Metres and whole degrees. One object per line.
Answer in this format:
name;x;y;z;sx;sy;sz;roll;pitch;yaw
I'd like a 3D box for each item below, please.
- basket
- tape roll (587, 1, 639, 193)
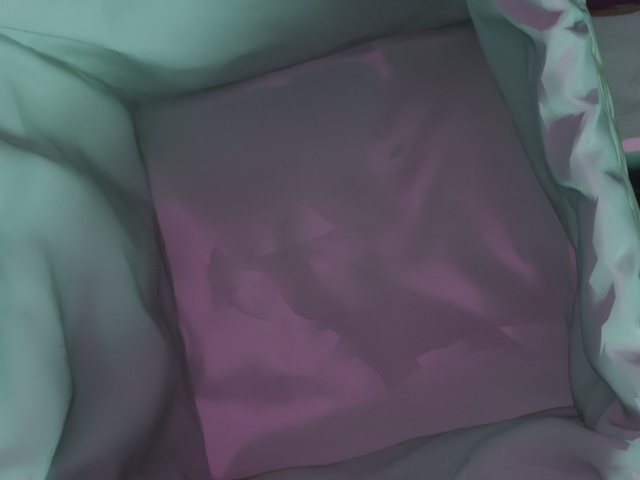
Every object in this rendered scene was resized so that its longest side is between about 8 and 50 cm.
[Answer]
basket;0.000;0.000;0.816;0.328;0.266;0.331;-15;82;15
tape roll;0.179;-0.219;1.003;0.392;0.072;0.392;-5;69;13
